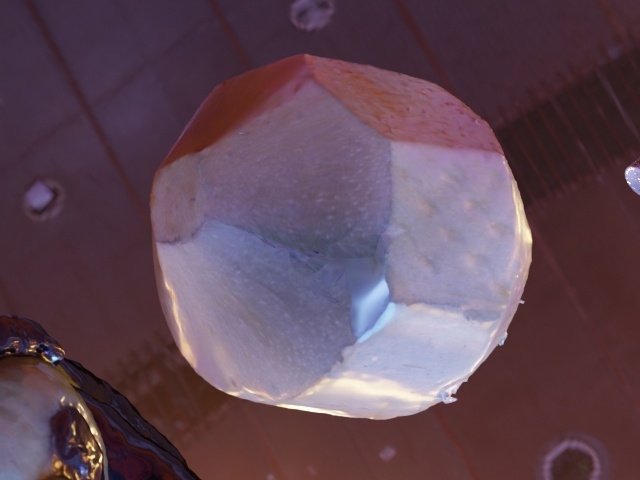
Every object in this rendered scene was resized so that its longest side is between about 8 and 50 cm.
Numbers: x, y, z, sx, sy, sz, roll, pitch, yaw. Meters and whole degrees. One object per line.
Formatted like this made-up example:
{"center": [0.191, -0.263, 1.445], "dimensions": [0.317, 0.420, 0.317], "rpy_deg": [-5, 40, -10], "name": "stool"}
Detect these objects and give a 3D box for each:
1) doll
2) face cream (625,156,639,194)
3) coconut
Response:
{"center": [-0.129, 0.102, 0.612], "dimensions": [0.143, 0.135, 0.234], "rpy_deg": [-39, -170, -8], "name": "doll"}
{"center": [0.332, -0.089, 1.475], "dimensions": [0.130, 0.034, 0.034], "rpy_deg": [-38, -132, -23], "name": "face cream"}
{"center": [0.000, 0.000, 1.440], "dimensions": [0.352, 0.352, 0.353], "rpy_deg": [-13, -124, 21], "name": "coconut"}
